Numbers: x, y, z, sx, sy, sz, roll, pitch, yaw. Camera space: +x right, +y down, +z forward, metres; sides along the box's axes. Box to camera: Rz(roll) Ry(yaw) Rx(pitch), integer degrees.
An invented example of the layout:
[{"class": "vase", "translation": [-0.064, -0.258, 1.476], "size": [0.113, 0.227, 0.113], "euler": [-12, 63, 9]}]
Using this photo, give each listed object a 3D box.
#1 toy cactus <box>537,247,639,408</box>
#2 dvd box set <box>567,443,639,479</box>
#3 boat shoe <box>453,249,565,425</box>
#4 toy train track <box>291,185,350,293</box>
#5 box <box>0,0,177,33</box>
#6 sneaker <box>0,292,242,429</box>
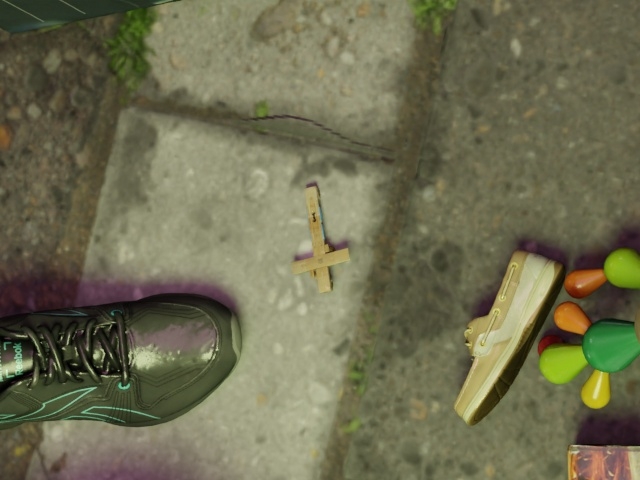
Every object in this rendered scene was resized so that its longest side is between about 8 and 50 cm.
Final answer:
[{"class": "toy cactus", "translation": [0.239, 0.055, 1.121], "size": [0.219, 0.180, 0.112], "euler": [-21, 99, 18]}, {"class": "dvd box set", "translation": [0.319, 0.348, 1.116], "size": [0.308, 0.062, 0.420], "euler": [-1, 84, 16]}, {"class": "boat shoe", "translation": [0.130, 0.069, 1.213], "size": [0.045, 0.050, 0.135], "euler": [28, 82, 20]}, {"class": "toy train track", "translation": [0.000, 0.000, 1.274], "size": [0.048, 0.014, 0.083], "euler": [-14, 74, 21]}, {"class": "box", "translation": [-0.123, -0.311, 1.198], "size": [0.395, 0.293, 0.212], "euler": [-9, 82, 15]}, {"class": "sneaker", "translation": [-0.192, 0.099, 1.271], "size": [0.267, 0.106, 0.101], "euler": [-13, 79, 13]}]
